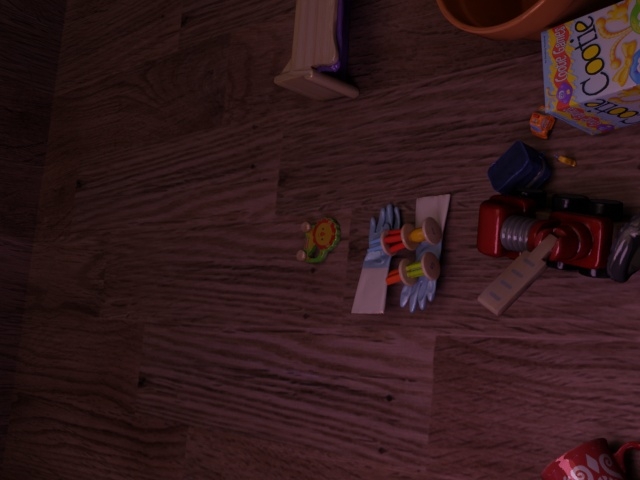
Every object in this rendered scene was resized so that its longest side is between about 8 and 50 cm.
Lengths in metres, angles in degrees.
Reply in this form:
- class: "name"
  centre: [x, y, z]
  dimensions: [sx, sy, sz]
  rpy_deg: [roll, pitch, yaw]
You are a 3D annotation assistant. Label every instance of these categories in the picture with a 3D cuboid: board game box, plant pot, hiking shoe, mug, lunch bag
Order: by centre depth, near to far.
- class: "hiking shoe"
  centre: [0.513, -0.007, 1.252]
  dimensions: [0.227, 0.086, 0.114]
  rpy_deg: [-46, 58, 15]
- class: "mug"
  centre: [0.420, 0.375, 1.260]
  dimensions: [0.150, 0.113, 0.169]
  rpy_deg: [-49, 52, 31]
- class: "board game box"
  centre: [0.488, -0.272, 1.315]
  dimensions: [0.275, 0.142, 0.144]
  rpy_deg: [-14, 70, 45]
- class: "plant pot"
  centre: [0.361, -0.452, 1.452]
  dimensions: [0.291, 0.204, 0.290]
  rpy_deg: [-15, 70, 46]
- class: "lunch bag"
  centre: [0.342, -0.117, 1.497]
  dimensions: [0.098, 0.065, 0.067]
  rpy_deg: [-45, 35, 32]

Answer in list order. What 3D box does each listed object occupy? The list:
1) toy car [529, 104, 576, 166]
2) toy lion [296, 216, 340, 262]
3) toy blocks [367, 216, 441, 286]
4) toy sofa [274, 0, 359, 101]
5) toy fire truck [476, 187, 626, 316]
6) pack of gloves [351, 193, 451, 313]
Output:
- class: "toy car"
  centre: [0.392, -0.181, 1.474]
  dimensions: [0.060, 0.041, 0.122]
  rpy_deg: [-55, 46, 23]
- class: "toy lion"
  centre: [0.000, 0.000, 1.871]
  dimensions: [0.096, 0.034, 0.100]
  rpy_deg: [8, 87, 41]
- class: "toy blocks"
  centre: [0.147, 0.030, 1.626]
  dimensions: [0.148, 0.054, 0.123]
  rpy_deg: [-17, 58, 41]
- class: "toy sofa"
  centre: [0.025, -0.490, 1.872]
  dimensions: [0.177, 0.150, 0.362]
  rpy_deg: [-5, 77, 42]
- class: "toy fire truck"
  centre: [0.313, 0.012, 1.351]
  dimensions: [0.217, 0.246, 0.158]
  rpy_deg: [15, 106, 48]
- class: "pack of gloves"
  centre: [0.163, 0.035, 1.685]
  dimensions: [0.195, 0.046, 0.232]
  rpy_deg: [-6, 66, 46]
